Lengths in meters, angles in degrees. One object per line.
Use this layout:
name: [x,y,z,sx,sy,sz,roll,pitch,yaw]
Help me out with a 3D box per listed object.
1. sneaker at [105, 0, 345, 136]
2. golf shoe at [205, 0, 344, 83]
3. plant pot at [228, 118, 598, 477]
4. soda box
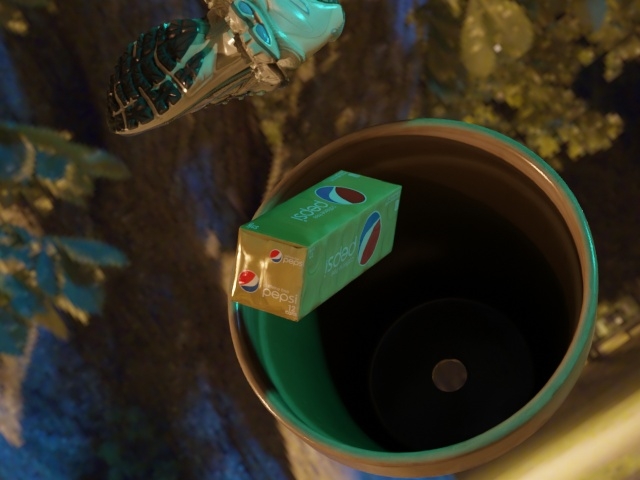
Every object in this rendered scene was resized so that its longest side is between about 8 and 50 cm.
sneaker: [-0.096,-0.175,1.421,0.283,0.110,0.122,-29,-36,24]
golf shoe: [-0.049,-0.199,1.028,0.086,0.176,0.069,-32,-19,-4]
plant pot: [0.104,0.091,1.314,0.323,0.323,0.280,-35,-27,-4]
soda box: [0.000,0.000,1.071,0.181,0.058,0.061,-34,-44,-60]
